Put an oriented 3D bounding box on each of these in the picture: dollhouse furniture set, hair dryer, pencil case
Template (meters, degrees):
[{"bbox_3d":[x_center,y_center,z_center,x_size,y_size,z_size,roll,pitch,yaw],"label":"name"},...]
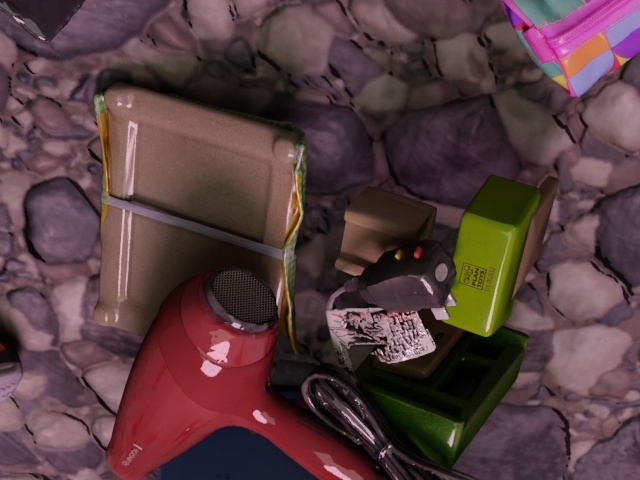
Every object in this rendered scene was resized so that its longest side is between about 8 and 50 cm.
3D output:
[{"bbox_3d":[0.000,0.000,0.754,0.302,0.151,0.197,18,117,19],"label":"dollhouse furniture set"},{"bbox_3d":[-0.028,0.121,0.679,0.294,0.080,0.223,-7,107,29],"label":"hair dryer"},{"bbox_3d":[0.221,-0.186,0.632,0.236,0.104,0.104,-35,118,19],"label":"pencil case"}]

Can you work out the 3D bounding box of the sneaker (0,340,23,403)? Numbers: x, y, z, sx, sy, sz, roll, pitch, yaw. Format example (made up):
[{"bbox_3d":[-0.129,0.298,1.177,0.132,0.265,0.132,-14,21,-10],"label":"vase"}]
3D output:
[{"bbox_3d":[-0.388,0.083,0.751,0.321,0.180,0.124,-14,159,-32],"label":"sneaker"}]

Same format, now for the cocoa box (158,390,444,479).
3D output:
[{"bbox_3d":[-0.014,0.304,0.779,0.228,0.347,0.231,1,123,-3],"label":"cocoa box"}]

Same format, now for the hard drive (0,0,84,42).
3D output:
[{"bbox_3d":[-0.198,-0.296,0.514,0.339,0.064,0.237,39,91,-26],"label":"hard drive"}]
